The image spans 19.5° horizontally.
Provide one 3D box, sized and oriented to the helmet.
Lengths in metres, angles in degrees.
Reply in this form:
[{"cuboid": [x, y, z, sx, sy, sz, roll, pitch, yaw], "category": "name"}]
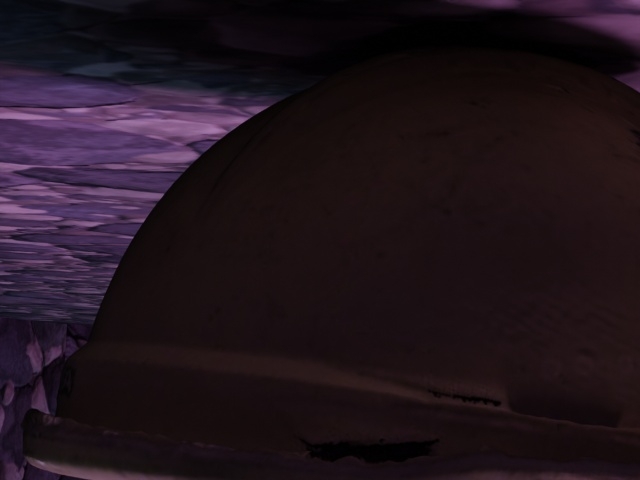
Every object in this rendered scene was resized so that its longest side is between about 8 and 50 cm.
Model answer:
[{"cuboid": [0.054, 0.017, 0.531, 0.257, 0.137, 0.204, 12, 173, -18], "category": "helmet"}]
